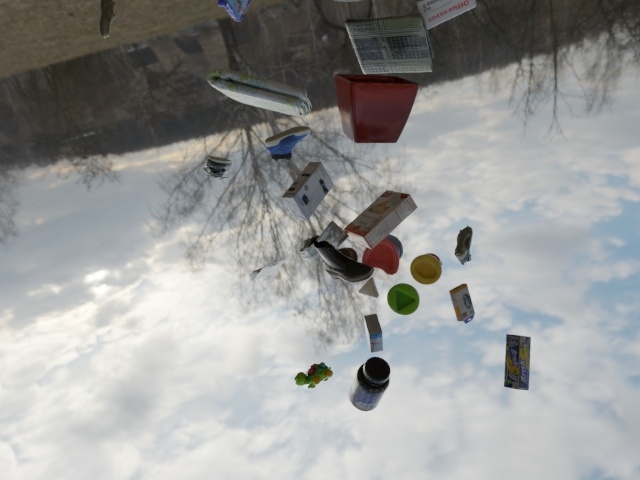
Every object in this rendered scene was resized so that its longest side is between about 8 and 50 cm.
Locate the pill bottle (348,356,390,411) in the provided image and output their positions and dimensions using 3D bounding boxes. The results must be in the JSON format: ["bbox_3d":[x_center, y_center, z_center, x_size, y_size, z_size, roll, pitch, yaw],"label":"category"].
[{"bbox_3d":[0.180,0.518,1.682,0.123,0.219,0.122,7,-135,-7],"label":"pill bottle"}]

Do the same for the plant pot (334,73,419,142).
[{"bbox_3d":[0.208,-0.521,1.847,0.267,0.235,0.267,-3,-154,-12],"label":"plant pot"}]

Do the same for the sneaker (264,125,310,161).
[{"bbox_3d":[-0.096,-0.303,1.474,0.152,0.084,0.058,-25,-145,-15],"label":"sneaker"}]

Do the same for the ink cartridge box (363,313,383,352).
[{"bbox_3d":[0.197,0.344,1.717,0.052,0.122,0.088,-12,-136,-1],"label":"ink cartridge box"}]

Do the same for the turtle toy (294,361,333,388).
[{"bbox_3d":[-0.022,0.442,1.518,0.130,0.066,0.095,-23,160,-23],"label":"turtle toy"}]

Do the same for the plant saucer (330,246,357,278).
[{"bbox_3d":[0.107,0.114,2.502,0.199,0.036,0.198,-22,-133,26],"label":"plant saucer"}]

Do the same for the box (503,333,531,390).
[{"bbox_3d":[0.629,0.388,1.482,0.059,0.168,0.054,13,169,-30],"label":"box"}]

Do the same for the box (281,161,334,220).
[{"bbox_3d":[-0.062,-0.263,2.447,0.087,0.169,0.290,4,-132,41],"label":"box"}]

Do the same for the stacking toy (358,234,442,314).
[{"bbox_3d":[0.319,0.131,1.879,0.309,0.279,0.130,25,-158,16],"label":"stacking toy"}]

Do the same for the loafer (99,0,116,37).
[{"bbox_3d":[-0.792,-0.833,1.734,0.050,0.147,0.056,-1,-167,-37],"label":"loafer"}]

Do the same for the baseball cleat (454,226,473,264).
[{"bbox_3d":[0.692,0.030,2.223,0.072,0.109,0.206,-4,-137,43],"label":"baseball cleat"}]

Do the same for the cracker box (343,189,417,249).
[{"bbox_3d":[0.215,-0.081,1.678,0.232,0.067,0.156,-42,-156,-11],"label":"cracker box"}]

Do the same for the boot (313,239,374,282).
[{"bbox_3d":[0.069,0.063,1.522,0.198,0.137,0.077,0,-140,42],"label":"boot"}]

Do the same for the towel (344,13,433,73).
[{"bbox_3d":[0.288,-0.796,1.885,0.324,0.312,0.056,8,-108,24],"label":"towel"}]

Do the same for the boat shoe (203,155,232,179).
[{"bbox_3d":[-0.382,-0.267,1.700,0.095,0.079,0.254,14,-176,-21],"label":"boat shoe"}]

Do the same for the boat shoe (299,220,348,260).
[{"bbox_3d":[-0.001,0.001,1.989,0.118,0.103,0.320,-45,-170,-31],"label":"boat shoe"}]

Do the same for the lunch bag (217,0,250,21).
[{"bbox_3d":[-0.330,-0.960,1.660,0.138,0.293,0.221,4,162,17],"label":"lunch bag"}]

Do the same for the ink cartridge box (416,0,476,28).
[{"bbox_3d":[0.445,-0.966,1.730,0.198,0.272,0.114,-17,-156,26],"label":"ink cartridge box"}]

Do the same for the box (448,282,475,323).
[{"bbox_3d":[0.522,0.234,1.702,0.081,0.136,0.028,-19,-173,-35],"label":"box"}]

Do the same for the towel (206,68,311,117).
[{"bbox_3d":[-0.226,-0.583,1.834,0.375,0.090,0.320,14,-173,0],"label":"towel"}]

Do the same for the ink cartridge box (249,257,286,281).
[{"bbox_3d":[-0.270,0.136,2.347,0.145,0.045,0.179,-21,162,-34],"label":"ink cartridge box"}]
